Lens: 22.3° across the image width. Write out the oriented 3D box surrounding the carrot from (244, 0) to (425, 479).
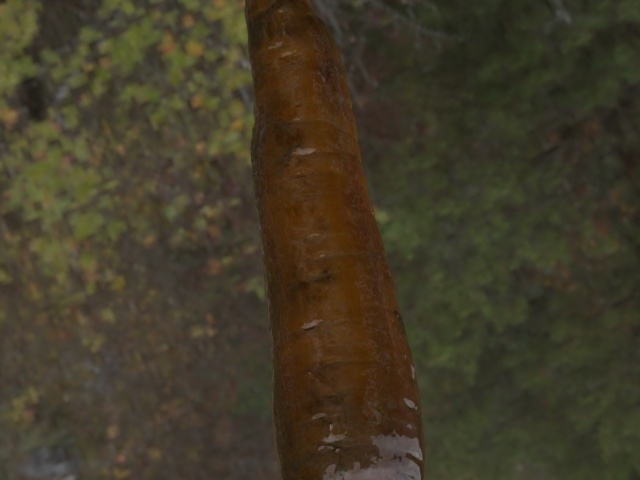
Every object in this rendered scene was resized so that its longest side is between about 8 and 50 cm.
[{"bbox_3d":[0.000,0.000,0.641,0.059,0.247,0.059,-7,159,-3],"label":"carrot"}]
